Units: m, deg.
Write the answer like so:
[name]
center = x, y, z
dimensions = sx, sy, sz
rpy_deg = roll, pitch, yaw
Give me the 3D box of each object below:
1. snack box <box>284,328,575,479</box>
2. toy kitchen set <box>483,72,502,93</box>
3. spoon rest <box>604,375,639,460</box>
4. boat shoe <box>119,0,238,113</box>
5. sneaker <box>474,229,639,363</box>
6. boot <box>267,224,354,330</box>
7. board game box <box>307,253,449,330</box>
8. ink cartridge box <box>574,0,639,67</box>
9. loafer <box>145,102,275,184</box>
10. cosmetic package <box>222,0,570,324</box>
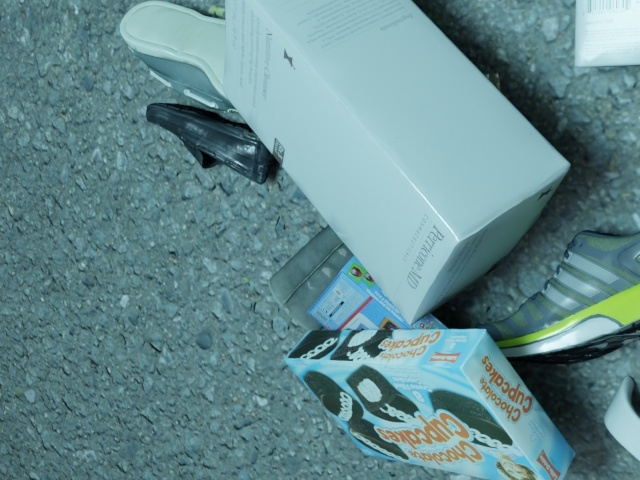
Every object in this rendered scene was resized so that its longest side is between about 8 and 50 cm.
[snack box]
center = 0.112, 0.188, 0.922
dimensions = 0.187, 0.060, 0.322
rpy_deg = 52, 150, -18
[toy kitchen set]
center = 0.157, -0.148, 0.905
dimensions = 0.083, 0.068, 0.075
rpy_deg = -4, 99, 36
[spoon rest]
center = 0.421, 0.244, 0.810
dimensions = 0.276, 0.084, 0.137
rpy_deg = 29, 117, 27
[boat shoe]
center = -0.130, -0.232, 1.089
dimensions = 0.319, 0.116, 0.099
rpy_deg = 26, 159, 20
[sneaker]
center = 0.289, 0.058, 0.857
dimensions = 0.300, 0.111, 0.121
rpy_deg = -28, 60, 41
[boot]
center = -0.002, 0.000, 1.058
dimensions = 0.189, 0.076, 0.208
rpy_deg = 55, 131, 10
[board game box]
center = 0.092, 0.121, 0.962
dimensions = 0.211, 0.039, 0.160
rpy_deg = 41, 152, 3
[ink cartridge box]
center = 0.322, -0.264, 0.753
dimensions = 0.140, 0.082, 0.190
rpy_deg = 5, 103, 33
[loafer]
center = -0.162, -0.141, 1.123
dimensions = 0.223, 0.076, 0.078
rpy_deg = 22, 106, 25
[cosmetic package]
center = 0.058, -0.126, 0.861
dimensions = 0.385, 0.156, 0.217
rpy_deg = 53, 158, 21
